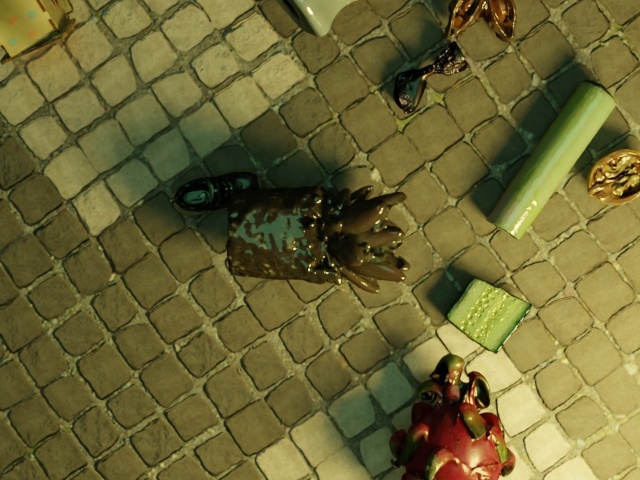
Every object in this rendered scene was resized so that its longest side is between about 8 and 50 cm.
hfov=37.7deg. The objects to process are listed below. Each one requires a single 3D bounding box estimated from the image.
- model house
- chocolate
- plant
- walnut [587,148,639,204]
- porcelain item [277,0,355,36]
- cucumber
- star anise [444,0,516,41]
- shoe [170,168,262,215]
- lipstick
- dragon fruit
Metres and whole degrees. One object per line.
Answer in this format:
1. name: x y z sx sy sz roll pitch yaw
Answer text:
1. model house: -0.550 -0.447 1.630 0.169 0.244 0.326 -26 57 2
2. chocolate: 0.191 -0.293 1.663 0.147 0.070 0.072 -33 63 3
3. plant: 0.000 0.000 1.621 0.320 0.181 0.194 2 97 1
4. walnut: 0.525 -0.112 1.657 0.121 0.052 0.091 -26 92 6
5. porcelain item: 0.097 -0.526 1.575 0.405 0.242 0.178 -39 112 0
6. cucumber: 0.297 0.128 1.675 0.116 0.062 0.115 36 92 8
7. star anise: 0.306 -0.454 1.637 0.220 0.099 0.214 -13 106 -1
8. shoe: -0.189 -0.086 1.672 0.169 0.099 0.071 -12 89 3
9. lipstick: 0.409 -0.142 1.651 0.076 0.076 0.304 34 93 1
10. dragon fruit: 0.234 0.357 1.637 0.218 0.198 0.273 12 68 13
